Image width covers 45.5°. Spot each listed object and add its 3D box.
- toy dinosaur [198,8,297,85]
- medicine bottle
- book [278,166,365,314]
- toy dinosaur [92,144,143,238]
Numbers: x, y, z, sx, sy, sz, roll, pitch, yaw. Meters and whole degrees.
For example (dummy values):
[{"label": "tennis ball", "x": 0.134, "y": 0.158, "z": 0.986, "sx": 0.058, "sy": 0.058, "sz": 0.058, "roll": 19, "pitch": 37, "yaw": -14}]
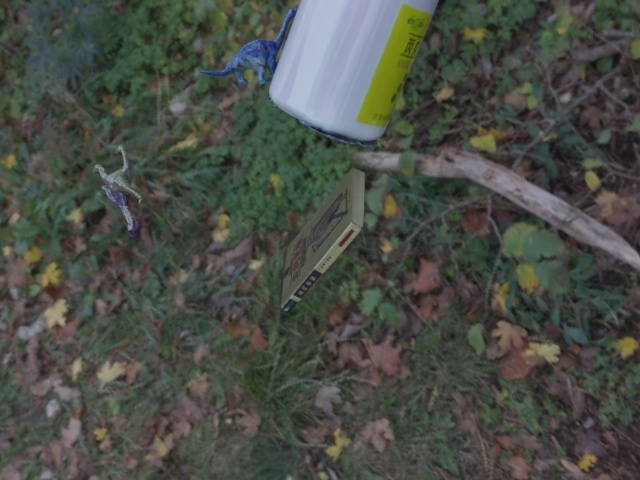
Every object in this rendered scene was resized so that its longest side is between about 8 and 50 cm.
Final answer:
[{"label": "toy dinosaur", "x": -0.165, "y": -0.483, "z": 2.059, "sx": 0.329, "sy": 0.144, "sz": 0.076, "roll": -37, "pitch": 38, "yaw": -14}, {"label": "medicine bottle", "x": 0.069, "y": -0.366, "z": 1.252, "sx": 0.213, "sy": 0.213, "sz": 0.378, "roll": 45, "pitch": 120, "yaw": 48}, {"label": "book", "x": 0.000, "y": 0.000, "z": 1.290, "sx": 0.231, "sy": 0.026, "sz": 0.161, "roll": -50, "pitch": 21, "yaw": 34}, {"label": "toy dinosaur", "x": -0.443, "y": -0.119, "z": 1.741, "sx": 0.200, "sy": 0.072, "sz": 0.251, "roll": 63, "pitch": 147, "yaw": 14}]
